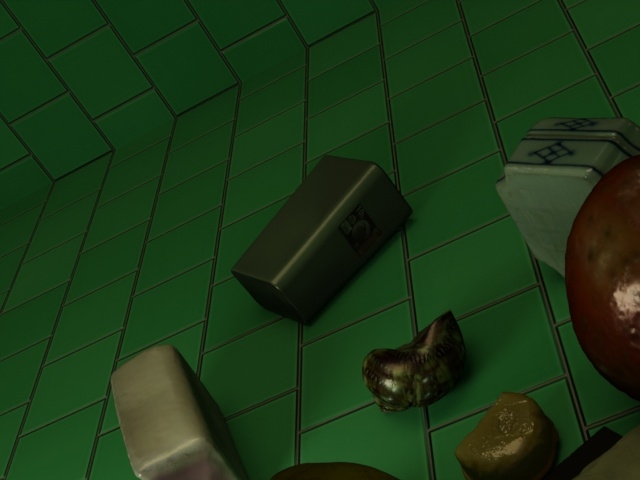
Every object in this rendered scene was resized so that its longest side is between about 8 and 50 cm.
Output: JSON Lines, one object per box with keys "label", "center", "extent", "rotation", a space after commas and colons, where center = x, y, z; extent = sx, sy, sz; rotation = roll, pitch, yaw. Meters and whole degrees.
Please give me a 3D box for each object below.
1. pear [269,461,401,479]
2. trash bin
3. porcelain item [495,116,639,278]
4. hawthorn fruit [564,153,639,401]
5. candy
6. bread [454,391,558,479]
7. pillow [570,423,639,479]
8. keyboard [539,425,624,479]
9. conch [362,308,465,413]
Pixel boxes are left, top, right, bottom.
{"label": "pear", "center": [0.048, 0.466, 1.344], "extent": [0.352, 0.352, 0.413], "rotation": [-36, 40, -3]}
{"label": "trash bin", "center": [0.000, 0.000, 2.287], "extent": [0.343, 0.158, 0.223], "rotation": [-50, 31, -17]}
{"label": "porcelain item", "center": [0.458, -0.065, 1.776], "extent": [0.285, 0.281, 0.157], "rotation": [6, 50, 52]}
{"label": "hawthorn fruit", "center": [0.531, 0.025, 1.441], "extent": [0.402, 0.403, 0.403], "rotation": [-25, 30, 16]}
{"label": "candy", "center": [-0.252, 0.357, 1.942], "extent": [0.145, 0.208, 0.359], "rotation": [-34, 28, -2]}
{"label": "bread", "center": [0.283, 0.306, 1.599], "extent": [0.156, 0.086, 0.125], "rotation": [-44, 36, -14]}
{"label": "pillow", "center": [0.431, 0.354, 1.380], "extent": [0.280, 0.076, 0.274], "rotation": [-38, 30, -6]}
{"label": "keyboard", "center": [0.354, 0.341, 1.538], "extent": [0.196, 0.015, 0.074], "rotation": [-38, 14, -8]}
{"label": "conch", "center": [0.161, 0.216, 1.830], "extent": [0.181, 0.124, 0.187], "rotation": [-27, 5, 31]}
